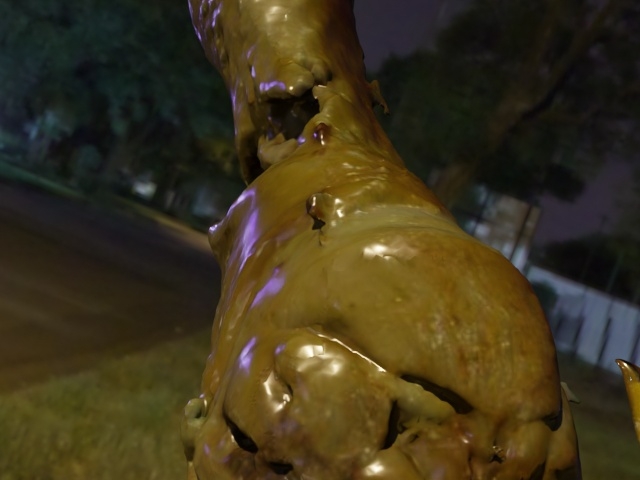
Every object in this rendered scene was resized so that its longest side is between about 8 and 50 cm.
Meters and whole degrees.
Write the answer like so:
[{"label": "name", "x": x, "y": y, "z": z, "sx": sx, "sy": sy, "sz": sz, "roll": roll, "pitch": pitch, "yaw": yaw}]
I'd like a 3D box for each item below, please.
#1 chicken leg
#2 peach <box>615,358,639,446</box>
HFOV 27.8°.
[{"label": "chicken leg", "x": 0.000, "y": 0.000, "z": 0.556, "sx": 0.153, "sy": 0.429, "sz": 0.201, "roll": -2, "pitch": -33, "yaw": -17}, {"label": "peach", "x": 0.528, "y": 0.194, "z": 1.370, "sx": 0.310, "sy": 0.406, "sz": 0.335, "roll": -6, "pitch": -24, "yaw": -44}]
